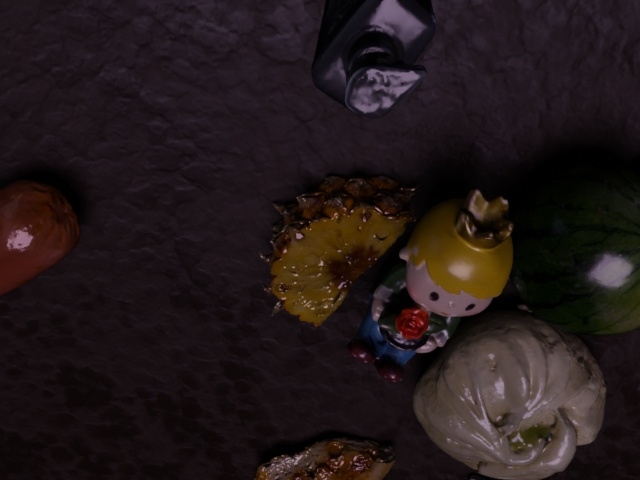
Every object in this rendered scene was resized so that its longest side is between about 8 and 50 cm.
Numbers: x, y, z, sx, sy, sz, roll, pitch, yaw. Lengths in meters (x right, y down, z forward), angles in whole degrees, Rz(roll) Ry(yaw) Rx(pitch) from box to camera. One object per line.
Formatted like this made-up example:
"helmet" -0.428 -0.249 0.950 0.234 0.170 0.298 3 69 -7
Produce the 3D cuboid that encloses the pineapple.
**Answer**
"pineapple" 0.000 -0.001 0.881 0.135 0.079 0.233 32 119 -14

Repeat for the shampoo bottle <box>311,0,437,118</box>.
"shampoo bottle" 0.043 -0.182 0.621 0.071 0.309 0.098 35 120 -17

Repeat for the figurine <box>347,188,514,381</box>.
"figurine" 0.118 0.053 0.805 0.127 0.185 0.234 44 158 -3

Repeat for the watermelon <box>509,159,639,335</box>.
"watermelon" 0.290 0.009 0.814 0.188 0.215 0.188 2 84 -21

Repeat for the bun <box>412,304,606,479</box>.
"bun" 0.241 0.213 0.959 0.259 0.160 0.259 3 126 3

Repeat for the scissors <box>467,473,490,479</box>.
"scissors" 0.318 0.414 1.170 0.220 0.017 0.088 31 122 -15

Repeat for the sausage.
"sausage" -0.401 0.015 0.900 0.259 0.113 0.113 -28 117 21

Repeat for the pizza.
"pizza" -0.010 0.363 1.133 0.271 0.056 0.134 -18 129 14
